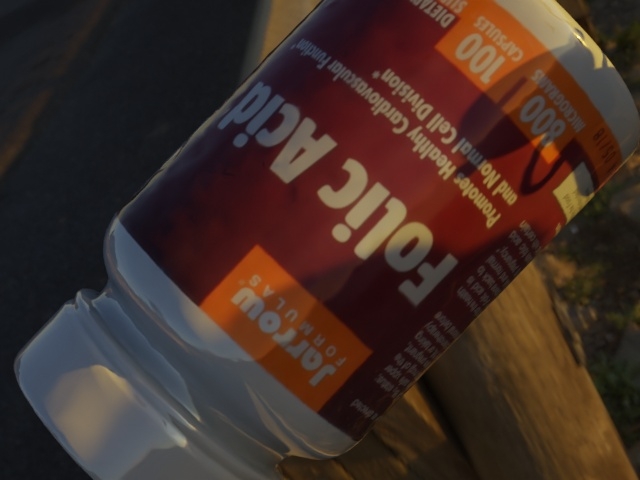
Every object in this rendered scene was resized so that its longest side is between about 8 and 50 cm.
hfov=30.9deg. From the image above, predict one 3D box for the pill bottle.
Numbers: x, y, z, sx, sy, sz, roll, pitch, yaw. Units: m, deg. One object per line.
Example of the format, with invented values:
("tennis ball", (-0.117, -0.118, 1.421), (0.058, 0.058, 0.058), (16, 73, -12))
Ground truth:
("pill bottle", (0.000, 0.000, 0.769), (0.392, 0.224, 0.224), (-47, 28, -1))
